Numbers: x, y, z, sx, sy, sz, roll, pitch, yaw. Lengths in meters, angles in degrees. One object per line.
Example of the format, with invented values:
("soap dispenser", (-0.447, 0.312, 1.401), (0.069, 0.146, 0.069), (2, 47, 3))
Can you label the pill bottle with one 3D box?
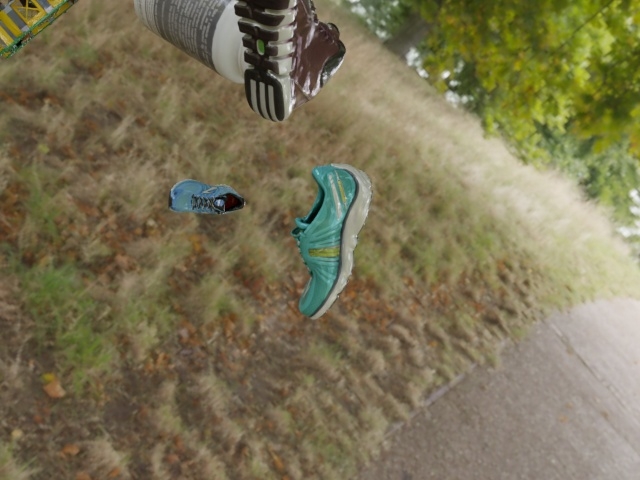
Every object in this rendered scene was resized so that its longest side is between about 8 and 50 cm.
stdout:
("pill bottle", (-0.187, -0.442, 1.561), (0.361, 0.204, 0.204), (36, 2, 26))

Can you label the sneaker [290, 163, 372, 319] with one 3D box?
("sneaker", (0.000, 0.000, 1.331), (0.110, 0.275, 0.107), (9, 14, -18))

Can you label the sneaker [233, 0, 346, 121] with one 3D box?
("sneaker", (-0.033, -0.320, 1.107), (0.106, 0.162, 0.281), (29, -47, 31))

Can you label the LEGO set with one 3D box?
("LEGO set", (-0.497, -0.430, 1.239), (0.192, 0.255, 0.331), (50, 1, -21))

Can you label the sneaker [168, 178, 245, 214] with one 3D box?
("sneaker", (-0.211, -0.079, 1.469), (0.162, 0.063, 0.073), (-6, 18, -41))
